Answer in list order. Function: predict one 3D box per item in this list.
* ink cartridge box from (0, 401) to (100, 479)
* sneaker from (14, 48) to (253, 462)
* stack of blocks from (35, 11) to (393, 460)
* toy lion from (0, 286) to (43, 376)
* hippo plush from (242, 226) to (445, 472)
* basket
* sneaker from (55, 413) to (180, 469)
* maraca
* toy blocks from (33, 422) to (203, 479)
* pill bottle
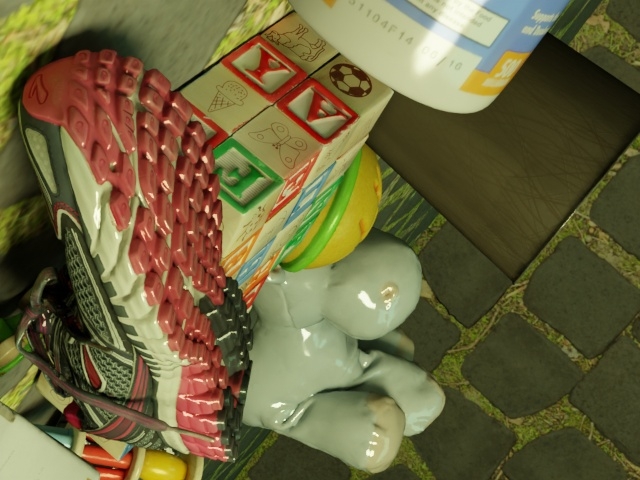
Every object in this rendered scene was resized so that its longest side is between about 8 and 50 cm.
[{"bbox_3d":[-0.229,0.206,0.567,0.304,0.072,0.307,-57,169,-15],"label":"ink cartridge box"},{"bbox_3d":[-0.108,0.030,0.639,0.299,0.112,0.121,84,10,-50],"label":"sneaker"},{"bbox_3d":[-0.082,0.005,0.847,0.171,0.087,0.297,-43,169,-43],"label":"stack of blocks"},{"bbox_3d":[-0.201,0.074,0.725,0.096,0.034,0.100,-46,175,21],"label":"toy lion"},{"bbox_3d":[-0.006,0.068,1.250,0.234,0.294,0.237,-62,161,-62],"label":"hippo plush"},{"bbox_3d":[0.101,-0.102,0.868,0.154,0.227,0.204,-54,171,25],"label":"basket"},{"bbox_3d":[-0.196,0.178,1.078,0.283,0.107,0.124,-49,-170,-4],"label":"sneaker"},{"bbox_3d":[-0.004,-0.051,0.987,0.127,0.099,0.186,-52,-157,29],"label":"maraca"},{"bbox_3d":[-0.163,0.135,0.963,0.054,0.148,0.123,-30,-133,55],"label":"toy blocks"},{"bbox_3d":[0.105,-0.215,0.644,0.272,0.152,0.152,-53,172,26],"label":"pill bottle"}]
